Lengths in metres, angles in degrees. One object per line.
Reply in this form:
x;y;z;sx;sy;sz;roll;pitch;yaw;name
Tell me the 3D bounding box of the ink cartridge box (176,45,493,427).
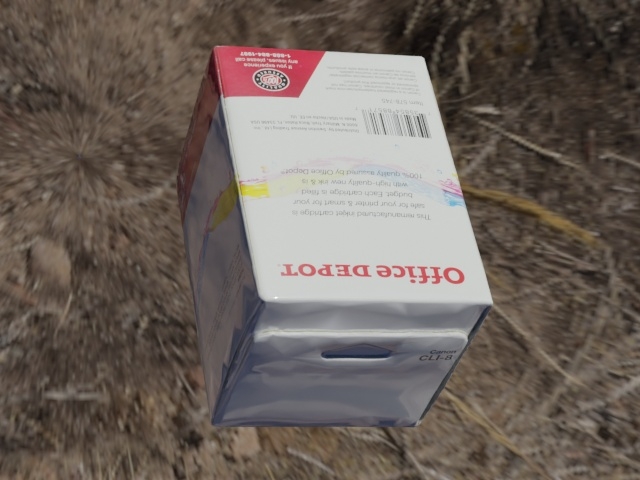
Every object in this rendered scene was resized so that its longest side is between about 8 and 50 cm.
0.000;0.000;0.875;0.128;0.127;0.176;2;51;-17;ink cartridge box
